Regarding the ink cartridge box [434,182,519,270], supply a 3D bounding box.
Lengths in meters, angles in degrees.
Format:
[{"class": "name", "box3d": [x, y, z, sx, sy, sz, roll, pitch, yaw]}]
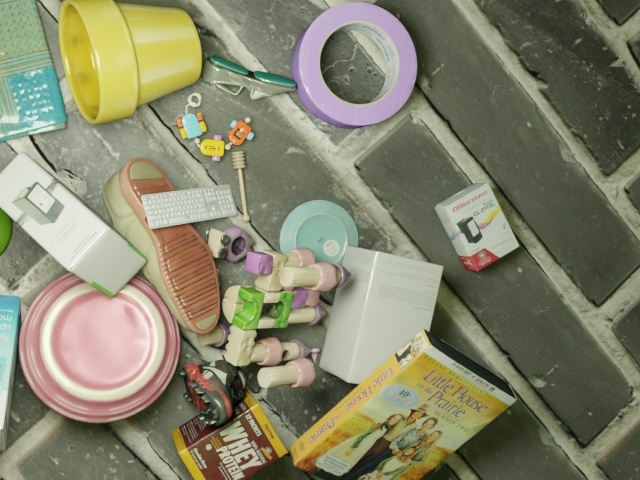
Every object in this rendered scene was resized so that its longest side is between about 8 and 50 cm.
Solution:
[{"class": "ink cartridge box", "box3d": [0.371, -0.034, 2.092, 0.128, 0.072, 0.175, -30, 99, -10]}]

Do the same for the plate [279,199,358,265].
[{"class": "plate", "box3d": [0.000, 0.000, 2.030, 0.188, 0.024, 0.188, 0, 91, -14]}]

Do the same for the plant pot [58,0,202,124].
[{"class": "plant pot", "box3d": [-0.386, -0.386, 1.821, 0.239, 0.254, 0.253, -16, 96, -27]}]

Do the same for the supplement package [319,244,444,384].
[{"class": "supplement package", "box3d": [0.134, 0.174, 1.983, 0.178, 0.175, 0.292, 13, 89, -22]}]

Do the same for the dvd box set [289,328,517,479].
[{"class": "dvd box set", "box3d": [0.183, 0.404, 1.937, 0.308, 0.062, 0.420, 34, 111, -33]}]

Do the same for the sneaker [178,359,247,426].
[{"class": "sneaker", "box3d": [-0.214, 0.314, 1.865, 0.135, 0.276, 0.097, -12, 99, -17]}]

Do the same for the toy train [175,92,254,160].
[{"class": "toy train", "box3d": [-0.239, -0.248, 1.954, 0.166, 0.046, 0.125, 32, 84, -16]}]

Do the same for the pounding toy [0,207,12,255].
[{"class": "pounding toy", "box3d": [-0.755, -0.010, 1.805, 0.237, 0.110, 0.183, -43, 101, -9]}]

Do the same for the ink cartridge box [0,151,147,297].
[{"class": "ink cartridge box", "box3d": [-0.506, -0.030, 1.762, 0.273, 0.198, 0.114, 38, 83, 22]}]

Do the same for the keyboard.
[{"class": "keyboard", "box3d": [-0.277, -0.074, 1.885, 0.256, 0.014, 0.072, -13, 80, -50]}]

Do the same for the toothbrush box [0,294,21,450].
[{"class": "toothbrush box", "box3d": [-0.721, 0.258, 1.744, 0.217, 0.126, 0.295, 5, 56, -13]}]

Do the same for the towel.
[{"class": "towel", "box3d": [-0.706, -0.384, 1.840, 0.272, 0.040, 0.369, -15, 94, -14]}]

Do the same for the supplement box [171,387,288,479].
[{"class": "supplement box", "box3d": [-0.202, 0.439, 1.914, 0.194, 0.191, 0.129, -31, 99, -12]}]

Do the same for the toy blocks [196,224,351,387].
[{"class": "toy blocks", "box3d": [-0.085, 0.141, 1.945, 0.260, 0.309, 0.288, 1, 106, -46]}]

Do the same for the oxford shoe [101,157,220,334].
[{"class": "oxford shoe", "box3d": [-0.342, 0.025, 1.888, 0.140, 0.147, 0.396, -20, 85, -51]}]

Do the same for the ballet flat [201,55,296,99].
[{"class": "ballet flat", "box3d": [-0.161, -0.352, 1.964, 0.213, 0.072, 0.068, 15, 116, -13]}]

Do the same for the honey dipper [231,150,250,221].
[{"class": "honey dipper", "box3d": [-0.175, -0.121, 1.982, 0.031, 0.030, 0.160, -10, 97, -13]}]

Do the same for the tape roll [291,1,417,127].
[{"class": "tape roll", "box3d": [0.076, -0.395, 2.000, 0.275, 0.090, 0.274, -1, 92, -13]}]

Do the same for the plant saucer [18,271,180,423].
[{"class": "plant saucer", "box3d": [-0.455, 0.212, 1.833, 0.332, 0.084, 0.331, 5, 75, -17]}]
